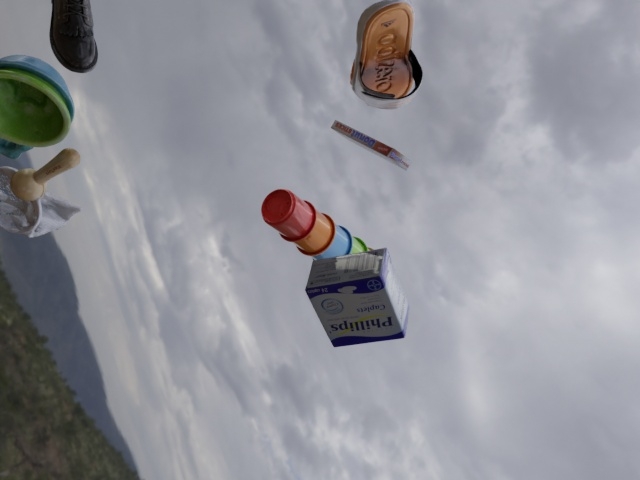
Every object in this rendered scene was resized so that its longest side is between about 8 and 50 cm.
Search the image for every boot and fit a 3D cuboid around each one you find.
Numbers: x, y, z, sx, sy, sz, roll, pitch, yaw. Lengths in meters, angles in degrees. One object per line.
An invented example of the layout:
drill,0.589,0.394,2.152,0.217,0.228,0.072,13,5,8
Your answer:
boot,-0.488,-0.494,1.237,0.229,0.091,0.263,-34,-113,61

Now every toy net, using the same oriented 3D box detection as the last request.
toy net,-0.256,-0.064,0.501,0.232,0.122,0.045,116,-21,-51

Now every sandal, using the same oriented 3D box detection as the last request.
sandal,0.095,-0.237,0.888,0.265,0.102,0.076,61,13,-75

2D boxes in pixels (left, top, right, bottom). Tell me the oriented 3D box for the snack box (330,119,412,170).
snack box,0.094,-0.183,1.199,0.178,0.064,0.022,37,-83,45

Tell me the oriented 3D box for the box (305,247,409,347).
box,0.061,0.093,0.991,0.072,0.126,0.137,-75,148,-49

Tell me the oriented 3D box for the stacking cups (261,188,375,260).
stacking cups,0.000,0.000,1.104,0.316,0.096,0.096,36,12,-51
